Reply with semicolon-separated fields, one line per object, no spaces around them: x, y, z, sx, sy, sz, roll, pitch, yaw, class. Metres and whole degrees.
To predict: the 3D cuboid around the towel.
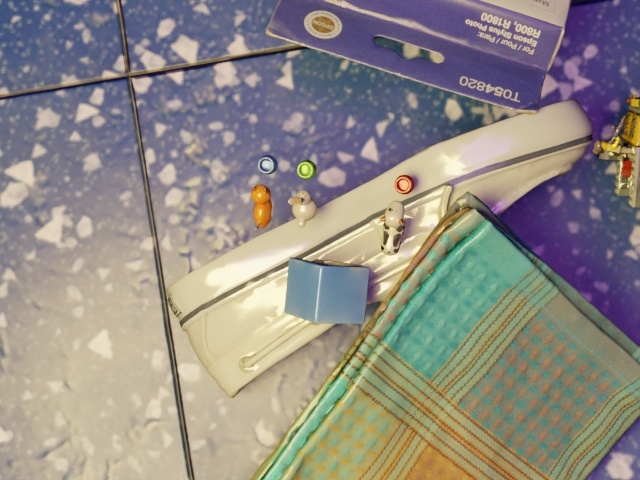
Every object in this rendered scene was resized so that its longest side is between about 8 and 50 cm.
0.089;0.181;1.081;0.271;0.040;0.370;38;89;-32;towel

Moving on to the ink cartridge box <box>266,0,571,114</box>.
0.092;-0.217;1.113;0.223;0.045;0.224;17;51;2;ink cartridge box

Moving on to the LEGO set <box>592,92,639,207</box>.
0.308;-0.115;1.043;0.192;0.331;0.255;3;107;4;LEGO set

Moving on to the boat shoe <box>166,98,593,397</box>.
0.068;0.027;1.114;0.367;0.136;0.156;-27;86;3;boat shoe

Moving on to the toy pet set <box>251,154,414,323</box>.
0.000;0.000;1.036;0.122;0.065;0.114;7;96;12;toy pet set
